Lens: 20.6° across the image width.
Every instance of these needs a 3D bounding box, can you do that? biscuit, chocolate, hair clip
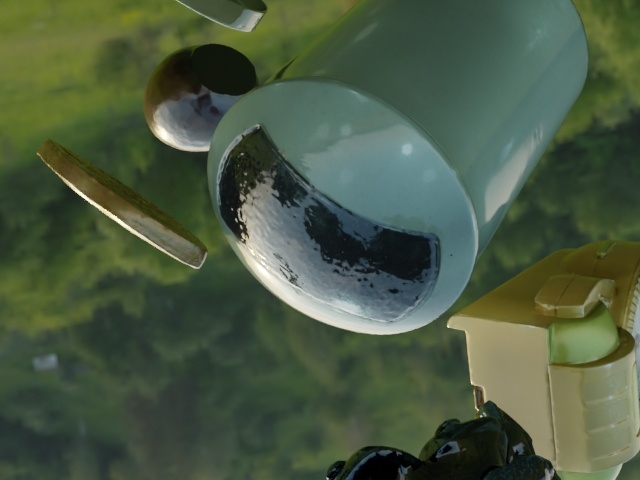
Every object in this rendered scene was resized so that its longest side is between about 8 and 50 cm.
[{"bbox_3d":[-0.197,-0.034,1.767,0.029,0.221,0.142,-57,162,3],"label":"biscuit"},{"bbox_3d":[-0.171,-0.190,2.456,0.177,0.176,0.177,-12,169,-2],"label":"chocolate"},{"bbox_3d":[0.138,0.264,1.460,0.206,0.194,0.310,-45,138,-10],"label":"hair clip"}]

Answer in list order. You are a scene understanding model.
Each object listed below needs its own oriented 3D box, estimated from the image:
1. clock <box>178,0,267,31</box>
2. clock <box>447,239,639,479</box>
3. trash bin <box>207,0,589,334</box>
[{"bbox_3d":[-0.162,-0.309,1.958,0.029,0.235,0.235,-55,154,14],"label":"clock"},{"bbox_3d":[0.301,0.126,1.998,0.200,0.244,0.317,9,-153,30],"label":"clock"},{"bbox_3d":[0.083,-0.106,1.764,0.280,0.280,0.432,-21,-161,40],"label":"trash bin"}]
